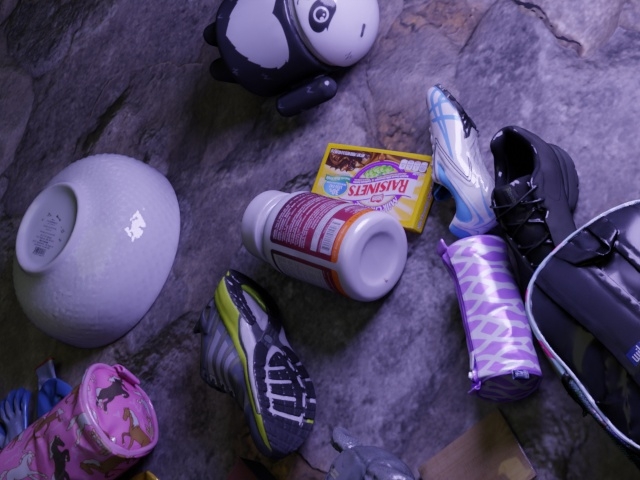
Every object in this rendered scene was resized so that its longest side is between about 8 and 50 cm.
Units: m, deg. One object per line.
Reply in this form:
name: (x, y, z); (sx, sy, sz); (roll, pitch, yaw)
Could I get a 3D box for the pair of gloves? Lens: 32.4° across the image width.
pair of gloves: (-0.474, 0.291, 1.831); (0.198, 0.023, 0.159); (-38, 51, 23)

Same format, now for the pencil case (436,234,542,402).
pencil case: (0.196, 0.092, 1.292); (0.088, 0.086, 0.206); (-2, 54, -9)

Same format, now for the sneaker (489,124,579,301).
sneaker: (0.249, -0.008, 1.267); (0.109, 0.130, 0.286); (-29, 54, 25)

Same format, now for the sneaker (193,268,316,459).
sneaker: (-0.097, 0.183, 1.510); (0.121, 0.111, 0.300); (-49, 39, 25)

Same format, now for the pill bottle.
pill bottle: (0.000, 0.000, 1.487); (0.221, 0.121, 0.121); (18, 82, 45)

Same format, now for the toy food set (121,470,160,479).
toy food set: (-0.273, 0.427, 1.551); (0.128, 0.071, 0.217); (-26, 54, 30)

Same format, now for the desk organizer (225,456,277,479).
desk organizer: (-0.072, 0.342, 1.434); (0.130, 0.047, 0.050); (37, 98, 45)

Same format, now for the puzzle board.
puzzle board: (0.180, 0.269, 1.274); (0.128, 0.011, 0.096); (-42, 49, 19)

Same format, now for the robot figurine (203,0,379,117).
robot figurine: (-0.046, -0.316, 1.645); (0.278, 0.209, 0.173); (-15, 30, 36)

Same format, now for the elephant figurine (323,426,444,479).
elephant figurine: (0.104, 0.345, 1.213); (0.169, 0.239, 0.186); (-13, 44, 59)

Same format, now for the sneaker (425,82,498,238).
sneaker: (0.169, -0.107, 1.417); (0.086, 0.085, 0.237); (-28, 52, 18)

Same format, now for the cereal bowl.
cereal bowl: (-0.397, 0.001, 1.824); (0.339, 0.141, 0.338); (-19, 58, 33)

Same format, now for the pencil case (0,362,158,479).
pencil case: (-0.415, 0.340, 1.661); (0.386, 0.160, 0.167); (-36, 73, 23)

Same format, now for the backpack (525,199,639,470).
backpack: (0.337, 0.093, 1.088); (0.225, 0.191, 0.253); (-39, 54, 0)

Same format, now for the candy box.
candy box: (0.073, -0.075, 1.527); (0.206, 0.027, 0.105); (12, 81, 44)
